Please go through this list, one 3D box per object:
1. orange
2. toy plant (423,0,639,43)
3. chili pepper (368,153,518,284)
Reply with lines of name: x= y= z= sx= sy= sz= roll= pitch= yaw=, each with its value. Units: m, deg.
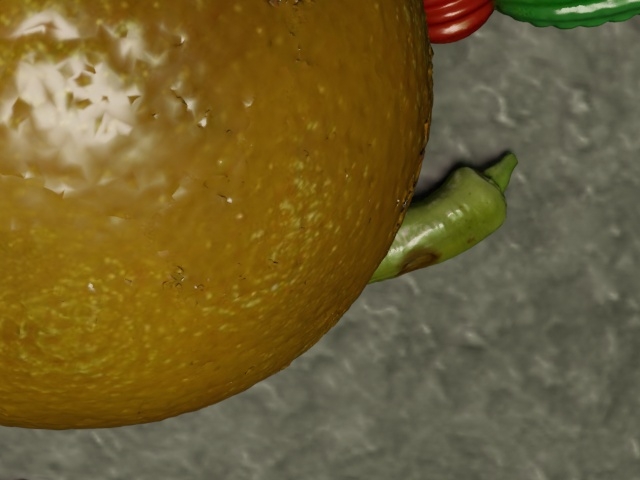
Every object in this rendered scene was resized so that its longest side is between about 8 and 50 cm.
orange: x=-0.087 y=-0.062 z=0.631 sx=0.274 sy=0.274 sz=0.274 roll=-6 pitch=116 yaw=-12
toy plant: x=0.128 y=-0.159 z=0.746 sx=0.240 sy=0.088 sz=0.155 roll=2 pitch=103 yaw=-4
chili pepper: x=0.000 y=0.001 z=0.812 sx=0.208 sy=0.043 sz=0.049 roll=-10 pitch=130 yaw=-9
